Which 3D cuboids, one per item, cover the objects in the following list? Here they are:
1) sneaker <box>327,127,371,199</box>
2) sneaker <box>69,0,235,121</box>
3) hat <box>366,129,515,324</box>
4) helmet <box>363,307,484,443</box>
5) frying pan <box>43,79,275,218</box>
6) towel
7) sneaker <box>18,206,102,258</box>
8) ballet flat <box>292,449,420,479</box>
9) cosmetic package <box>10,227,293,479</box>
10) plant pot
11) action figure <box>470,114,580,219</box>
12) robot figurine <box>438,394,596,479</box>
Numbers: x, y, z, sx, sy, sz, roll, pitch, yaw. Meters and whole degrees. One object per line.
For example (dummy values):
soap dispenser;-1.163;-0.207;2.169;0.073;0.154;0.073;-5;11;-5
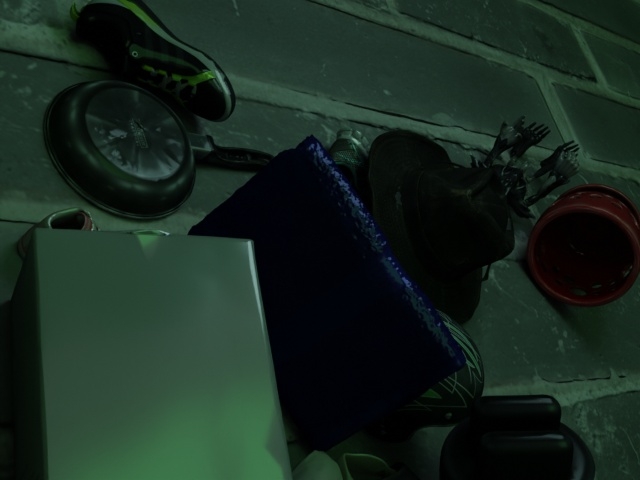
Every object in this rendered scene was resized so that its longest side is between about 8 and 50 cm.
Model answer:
sneaker;0.068;-0.087;1.287;0.166;0.065;0.076;45;60;-10
sneaker;-0.219;-0.221;1.089;0.234;0.084;0.097;39;48;-4
hat;0.208;-0.031;1.255;0.331;0.134;0.331;22;61;-48
helmet;0.115;0.159;1.056;0.169;0.161;0.169;25;47;-30
frying pan;-0.179;-0.096;1.055;0.326;0.053;0.197;21;49;-29
towel;0.000;0.064;0.971;0.308;0.227;0.076;56;26;5
sneaker;-0.241;0.005;0.897;0.134;0.070;0.051;16;50;-38
ballet flat;0.019;0.285;0.935;0.280;0.095;0.096;16;41;-49
cosmetic package;-0.152;0.188;0.751;0.217;0.156;0.385;5;56;-26
plant pot;0.474;-0.002;1.513;0.191;0.191;0.174;49;31;-4
action figure;0.377;-0.145;1.557;0.164;0.141;0.275;41;38;9
robot figurine;0.216;0.307;0.973;0.173;0.278;0.209;21;39;35
